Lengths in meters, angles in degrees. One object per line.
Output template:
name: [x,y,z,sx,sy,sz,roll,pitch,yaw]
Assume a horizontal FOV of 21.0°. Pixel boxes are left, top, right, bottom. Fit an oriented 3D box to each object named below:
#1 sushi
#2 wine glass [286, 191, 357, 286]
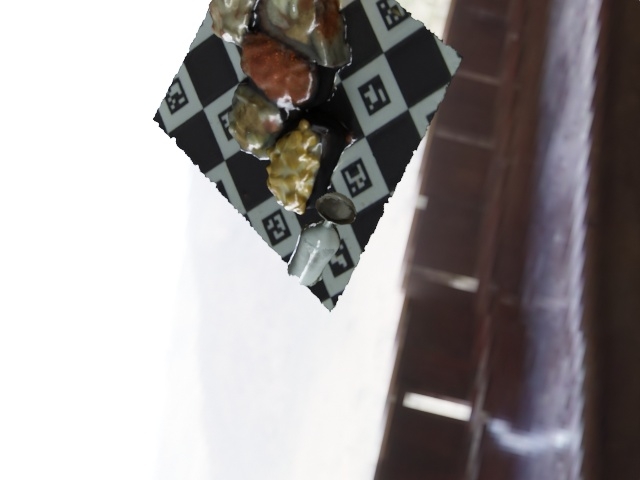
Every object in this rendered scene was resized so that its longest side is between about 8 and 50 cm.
sushi: [-0.040,-0.130,1.624,0.059,0.294,0.292,-12,-42,-50]
wine glass: [0.000,0.000,1.473,0.042,0.039,0.083,-87,17,-49]
